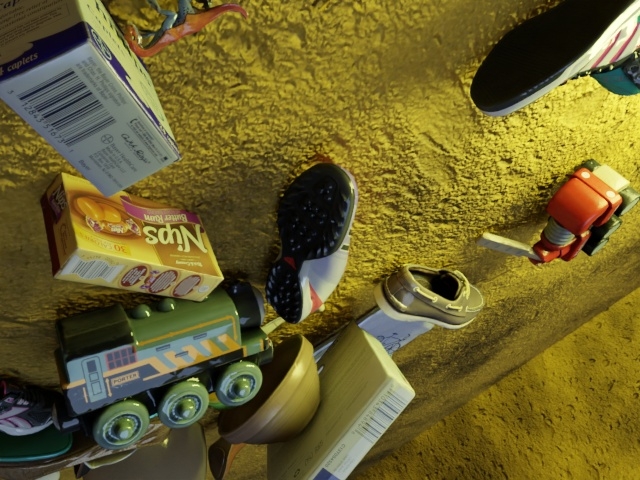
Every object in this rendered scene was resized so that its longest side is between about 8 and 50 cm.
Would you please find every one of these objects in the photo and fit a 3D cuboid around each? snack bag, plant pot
[{"bbox_3d":[0.109,0.275,1.300,0.342,0.037,0.323,-36,147,12],"label":"snack bag"},{"bbox_3d":[-0.077,0.305,1.004,0.237,0.110,0.237,-46,-172,9],"label":"plant pot"},{"bbox_3d":[-0.382,0.571,1.202,0.284,0.191,0.284,-20,147,-14],"label":"plant pot"}]

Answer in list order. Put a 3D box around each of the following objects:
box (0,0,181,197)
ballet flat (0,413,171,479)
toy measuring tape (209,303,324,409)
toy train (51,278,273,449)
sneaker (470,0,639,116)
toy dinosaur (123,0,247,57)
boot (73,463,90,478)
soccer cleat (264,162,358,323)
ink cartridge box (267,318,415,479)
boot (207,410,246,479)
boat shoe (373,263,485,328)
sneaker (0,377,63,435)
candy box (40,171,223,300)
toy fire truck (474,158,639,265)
[{"bbox_3d":[-0.181,-0.127,0.400,0.072,0.137,0.126,-28,149,-2],"label":"box"},{"bbox_3d":[-0.410,0.343,0.885,0.342,0.116,0.124,-8,121,-30],"label":"ballet flat"},{"bbox_3d":[-0.125,0.226,0.976,0.330,0.121,0.121,-28,149,-1],"label":"toy measuring tape"},{"bbox_3d":[-0.226,0.172,0.778,0.334,0.142,0.190,-14,117,-26],"label":"toy train"},{"bbox_3d":[0.345,-0.235,0.676,0.295,0.124,0.178,-38,138,14],"label":"sneaker"},{"bbox_3d":[-0.120,-0.182,0.433,0.047,0.090,0.082,79,31,-68],"label":"toy dinosaur"},{"bbox_3d":[-0.424,0.396,1.022,0.106,0.082,0.219,-2,138,-31],"label":"boot"},{"bbox_3d":[0.000,0.000,0.778,0.116,0.108,0.318,-31,153,-37],"label":"soccer cleat"},{"bbox_3d":[0.017,0.336,1.010,0.324,0.071,0.330,-52,-171,3],"label":"ink cartridge box"},{"bbox_3d":[-0.187,0.485,1.281,0.152,0.073,0.197,1,109,-48],"label":"boot"},{"bbox_3d":[0.257,0.112,1.108,0.324,0.117,0.097,11,135,-38],"label":"boat shoe"},{"bbox_3d":[-0.467,0.244,0.785,0.077,0.072,0.178,-53,148,17],"label":"sneaker"},{"bbox_3d":[-0.208,0.002,0.594,0.053,0.109,0.186,-43,145,23],"label":"candy box"},{"bbox_3d":[0.464,-0.033,1.053,0.246,0.158,0.217,-30,150,-17],"label":"toy fire truck"}]
